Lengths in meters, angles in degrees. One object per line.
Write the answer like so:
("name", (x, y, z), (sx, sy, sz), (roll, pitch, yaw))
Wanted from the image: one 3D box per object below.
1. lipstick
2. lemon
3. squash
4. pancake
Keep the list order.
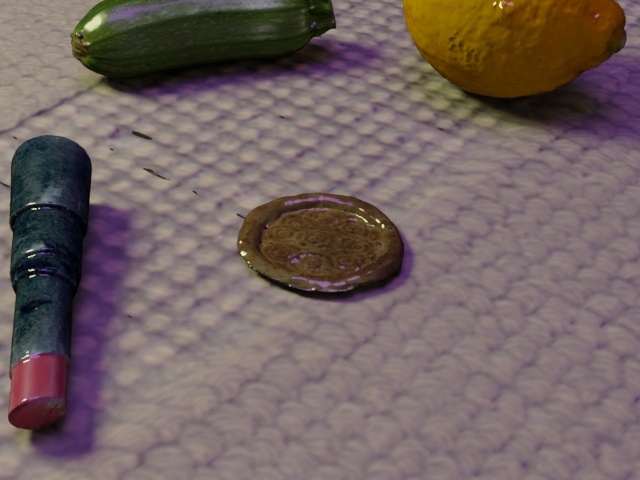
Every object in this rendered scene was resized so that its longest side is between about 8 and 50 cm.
("lipstick", (-0.165, 0.020, 0.739), (0.053, 0.053, 0.234), (-3, 37, -7))
("lemon", (0.147, -0.179, 0.957), (0.187, 0.142, 0.142), (23, 40, 25))
("squash", (-0.093, -0.175, 1.001), (0.219, 0.068, 0.077), (-9, 21, -14))
("pancake", (0.000, 0.001, 0.808), (0.115, 0.011, 0.115), (0, 35, 0))
